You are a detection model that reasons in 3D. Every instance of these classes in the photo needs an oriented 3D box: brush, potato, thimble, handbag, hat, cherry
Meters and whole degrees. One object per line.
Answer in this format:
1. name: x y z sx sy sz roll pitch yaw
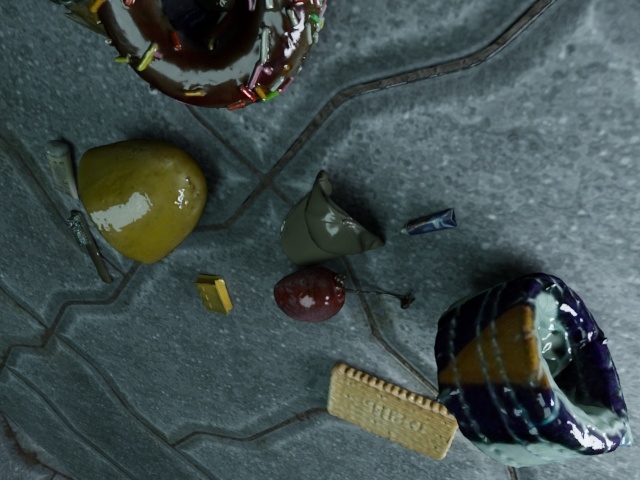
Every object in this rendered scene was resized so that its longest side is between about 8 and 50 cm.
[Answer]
1. brush: -0.496 0.022 1.075 0.034 0.027 0.190 11 129 24
2. potato: -0.252 -0.076 0.786 0.158 0.178 0.204 -17 91 21
3. thimble: 0.266 0.166 0.628 0.237 0.237 0.150 47 135 -11
4. handbag: -0.211 0.108 0.983 0.061 0.027 0.083 5 127 24
5. hat: 0.000 0.000 0.743 0.147 0.085 0.175 44 132 -9
6. cherry: 0.028 0.084 0.788 0.225 0.090 0.107 -3 157 21

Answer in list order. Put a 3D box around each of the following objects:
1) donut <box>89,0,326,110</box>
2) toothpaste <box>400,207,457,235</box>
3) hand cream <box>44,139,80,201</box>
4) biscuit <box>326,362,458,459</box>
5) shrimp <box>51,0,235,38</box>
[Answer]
1. donut: -0.123 -0.267 0.547 0.269 0.103 0.270 1 118 3
2. toothpaste: 0.148 -0.023 0.690 0.083 0.019 0.027 -15 92 35
3. hand cream: -0.489 -0.132 0.953 0.061 0.039 0.143 26 142 0
4. biscuit: 0.132 0.325 0.957 0.249 0.030 0.160 18 130 16
5. shrimp: -0.240 -0.330 0.640 0.317 0.077 0.168 20 122 8
